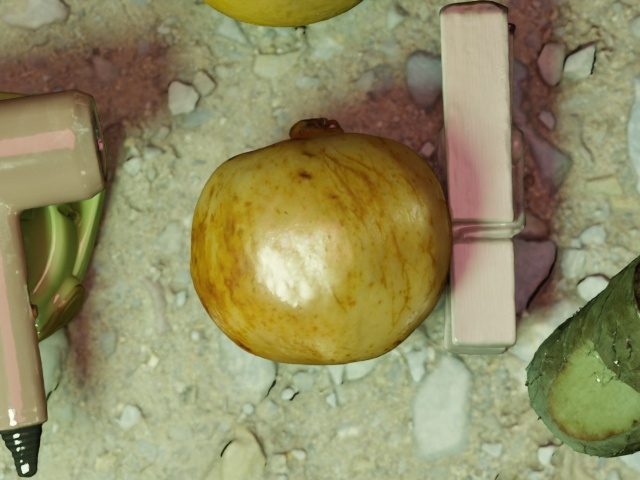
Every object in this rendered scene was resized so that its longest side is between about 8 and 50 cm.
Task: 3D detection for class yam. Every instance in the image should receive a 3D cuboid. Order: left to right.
[{"bbox_3d":[0.296,0.098,1.744,0.154,0.254,0.154,6,63,-13],"label":"yam"}]

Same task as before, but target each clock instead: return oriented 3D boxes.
[{"bbox_3d":[-0.335,0.009,1.856,0.235,0.096,0.308,5,80,4],"label":"clock"}]

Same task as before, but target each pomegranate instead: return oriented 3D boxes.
[{"bbox_3d":[0.000,0.000,1.775,0.248,0.248,0.248,-1,78,3],"label":"pomegranate"}]

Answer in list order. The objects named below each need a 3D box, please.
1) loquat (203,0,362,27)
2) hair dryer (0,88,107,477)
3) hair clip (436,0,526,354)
[{"bbox_3d":[-0.032,-0.332,1.832,0.263,0.263,0.263,-1,78,3],"label":"loquat"},{"bbox_3d":[-0.274,0.042,1.761,0.189,0.107,0.344,-8,88,-1],"label":"hair dryer"},{"bbox_3d":[0.154,-0.059,1.841,0.085,0.101,0.330,-1,80,-2],"label":"hair clip"}]
